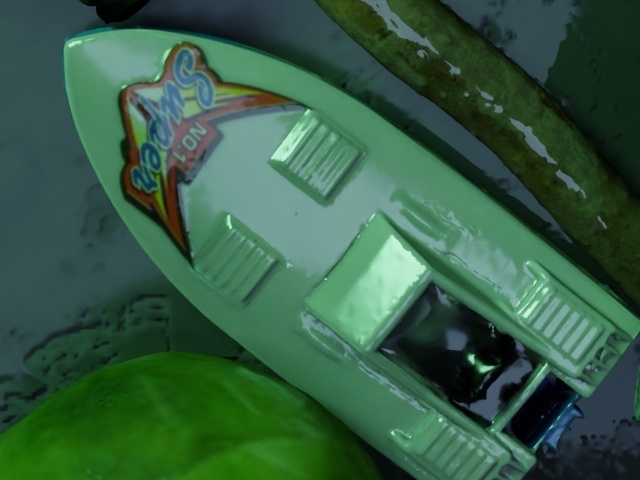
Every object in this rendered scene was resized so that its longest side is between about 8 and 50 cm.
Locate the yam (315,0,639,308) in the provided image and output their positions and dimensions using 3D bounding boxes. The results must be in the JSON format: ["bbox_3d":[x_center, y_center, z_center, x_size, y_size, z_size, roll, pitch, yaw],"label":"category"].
[{"bbox_3d":[0.081,-0.059,0.919,0.327,0.045,0.045,45,120,-8],"label":"yam"}]

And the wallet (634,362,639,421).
[{"bbox_3d":[0.165,-0.025,0.815,0.036,0.222,0.167,11,68,9],"label":"wallet"}]

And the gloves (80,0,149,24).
[{"bbox_3d":[-0.165,-0.204,0.868,0.268,0.107,0.135,36,68,-4],"label":"gloves"}]

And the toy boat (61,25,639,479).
[{"bbox_3d":[0.000,0.000,0.907,0.295,0.088,0.129,38,98,-7],"label":"toy boat"}]

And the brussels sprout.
[{"bbox_3d":[-0.072,0.172,0.879,0.244,0.244,0.244,0,101,0],"label":"brussels sprout"}]
